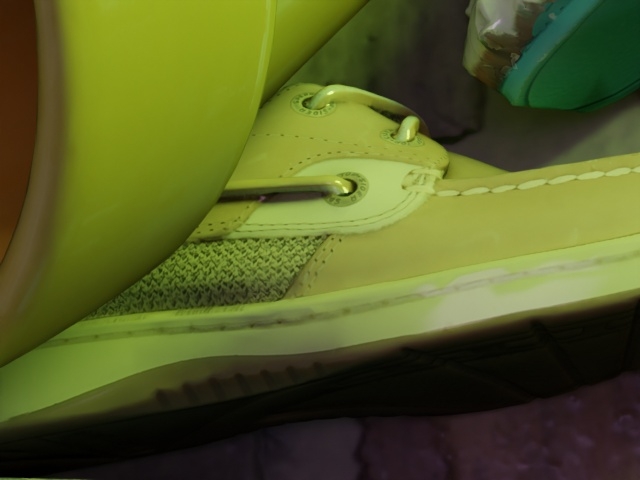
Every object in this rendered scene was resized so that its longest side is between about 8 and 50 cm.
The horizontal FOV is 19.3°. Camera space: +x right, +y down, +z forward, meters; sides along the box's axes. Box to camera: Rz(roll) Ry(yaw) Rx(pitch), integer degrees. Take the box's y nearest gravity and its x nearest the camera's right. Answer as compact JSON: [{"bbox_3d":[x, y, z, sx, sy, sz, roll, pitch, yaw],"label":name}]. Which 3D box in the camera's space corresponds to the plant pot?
[{"bbox_3d":[-0.090,-0.111,0.540,0.254,0.239,0.254,15,119,30],"label":"plant pot"}]

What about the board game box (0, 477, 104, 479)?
[{"bbox_3d":[-0.040,0.223,0.548,0.232,0.141,0.291,1,74,9],"label":"board game box"}]

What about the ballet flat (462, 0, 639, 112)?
[{"bbox_3d":[0.196,-0.205,0.610,0.409,0.147,0.147,-37,71,14],"label":"ballet flat"}]

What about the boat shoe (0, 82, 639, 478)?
[{"bbox_3d":[0.000,0.000,0.617,0.341,0.121,0.110,-10,73,7],"label":"boat shoe"}]
